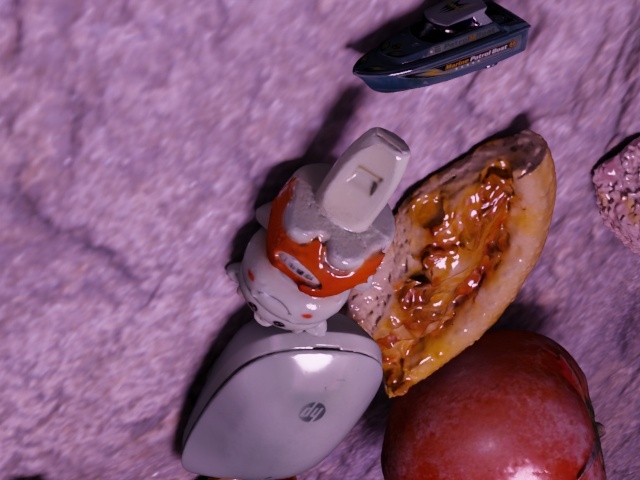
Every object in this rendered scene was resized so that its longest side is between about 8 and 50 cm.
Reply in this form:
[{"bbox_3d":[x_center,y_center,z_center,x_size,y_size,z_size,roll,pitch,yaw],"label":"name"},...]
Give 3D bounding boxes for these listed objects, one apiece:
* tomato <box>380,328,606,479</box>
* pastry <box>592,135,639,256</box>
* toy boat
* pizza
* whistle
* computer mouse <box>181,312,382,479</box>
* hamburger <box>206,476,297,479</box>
[{"bbox_3d":[0.188,0.233,1.543,0.264,0.265,0.265,-24,149,-15],"label":"tomato"},{"bbox_3d":[0.371,-0.017,1.488,0.103,0.112,0.265,-50,149,8],"label":"pastry"},{"bbox_3d":[0.087,-0.147,1.080,0.141,0.055,0.060,-22,126,-17],"label":"toy boat"},{"bbox_3d":[0.116,0.034,1.354,0.182,0.074,0.365,-1,139,-36],"label":"pizza"},{"bbox_3d":[0.002,0.000,1.165,0.101,0.106,0.253,13,137,-24],"label":"whistle"},{"bbox_3d":[-0.037,0.173,1.361,0.159,0.097,0.288,3,139,-22],"label":"computer mouse"},{"bbox_3d":[-0.080,0.316,1.550,0.162,0.115,0.162,-22,146,-16],"label":"hamburger"}]
